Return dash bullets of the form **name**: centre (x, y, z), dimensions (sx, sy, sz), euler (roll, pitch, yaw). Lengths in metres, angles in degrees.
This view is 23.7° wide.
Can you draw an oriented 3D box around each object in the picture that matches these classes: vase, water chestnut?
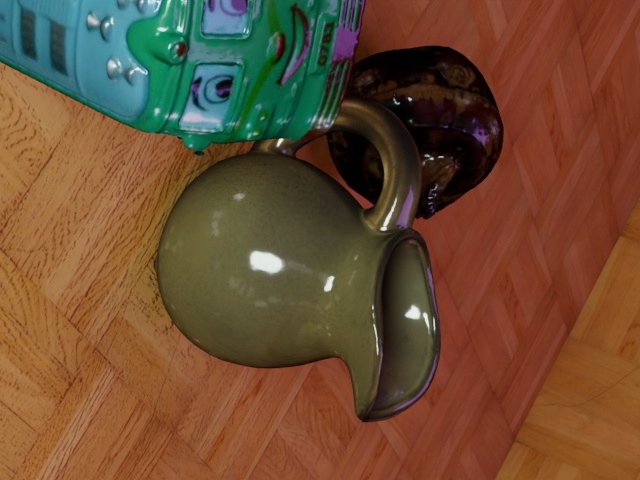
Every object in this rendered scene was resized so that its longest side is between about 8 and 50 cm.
- **vase**: centre (0.000, 0.000, 1.675), dimensions (0.241, 0.302, 0.329), euler (15, 95, -63)
- **water chestnut**: centre (0.117, -0.128, 1.890), dimensions (0.238, 0.223, 0.224), euler (-89, 175, -46)

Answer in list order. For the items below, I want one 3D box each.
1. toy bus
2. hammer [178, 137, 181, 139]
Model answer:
- **toy bus**: centre (-0.154, -0.200, 1.201), dimensions (0.199, 0.343, 0.184), euler (-12, 120, -47)
- **hammer**: centre (-0.138, -0.190, 1.593), dimensions (0.065, 0.021, 0.178), euler (-19, 128, -57)
